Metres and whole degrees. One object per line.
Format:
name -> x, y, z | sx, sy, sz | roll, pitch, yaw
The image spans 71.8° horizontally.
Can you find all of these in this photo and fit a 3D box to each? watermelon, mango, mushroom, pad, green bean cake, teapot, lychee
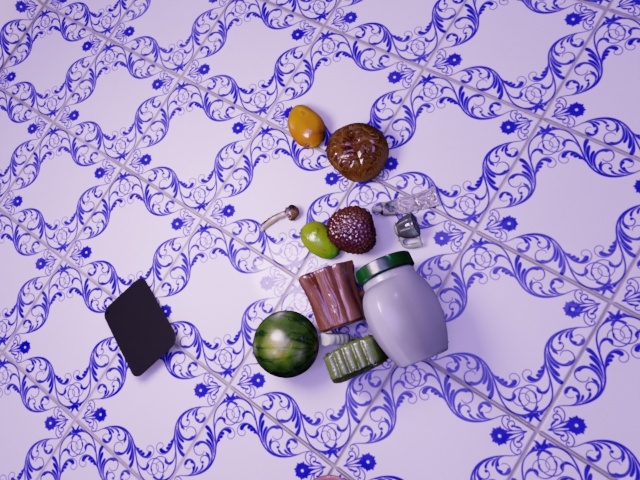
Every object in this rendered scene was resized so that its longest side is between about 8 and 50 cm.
watermelon -> -0.125, 0.374, 1.604 | 0.242, 0.242, 0.242 | -3, 78, 13
mango -> -0.063, -0.477, 1.830 | 0.145, 0.112, 0.219 | -30, 62, 6
mushroom -> -0.167, -0.088, 1.807 | 0.187, 0.061, 0.060 | -25, 61, 19
pad -> -0.722, 0.339, 1.861 | 0.315, 0.063, 0.375 | -42, 63, 3
mango -> 0.000, 0.000, 1.721 | 0.178, 0.100, 0.119 | 43, 88, 9
green bean cake -> 0.128, 0.412, 1.548 | 0.200, 0.214, 0.113 | -27, 70, 7
mushroom -> 0.146, -0.350, 1.735 | 0.253, 0.153, 0.253 | -2, 72, 5
teapot -> 0.324, -0.034, 1.659 | 0.091, 0.092, 0.124 | -21, 68, 25
lychee -> 0.112, -0.039, 1.654 | 0.188, 0.188, 0.188 | -3, 78, 13

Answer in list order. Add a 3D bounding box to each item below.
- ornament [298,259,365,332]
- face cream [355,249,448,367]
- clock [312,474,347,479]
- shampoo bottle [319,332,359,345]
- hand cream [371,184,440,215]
ornament -> 0.045, 0.212, 1.624 | 0.235, 0.221, 0.218 | -10, 76, -35
face cream -> 0.280, 0.234, 1.506 | 0.219, 0.312, 0.357 | -36, 67, 38
clock -> 0.038, 0.951, 1.542 | 0.244, 0.056, 0.244 | -3, 76, 11
shampoo bottle -> 0.073, 0.360, 1.621 | 0.077, 0.152, 0.045 | -7, 81, 55
hand cream -> 0.324, -0.140, 1.700 | 0.257, 0.050, 0.084 | -14, 78, 4
